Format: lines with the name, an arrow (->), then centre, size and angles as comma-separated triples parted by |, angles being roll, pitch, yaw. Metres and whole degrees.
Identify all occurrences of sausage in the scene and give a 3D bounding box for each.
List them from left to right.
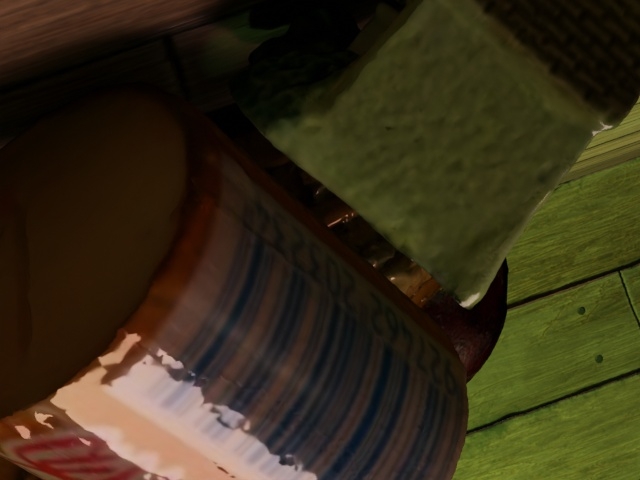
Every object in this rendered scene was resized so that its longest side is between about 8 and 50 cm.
sausage -> -0.072, 0.072, 0.830 | 0.233, 0.233, 0.287 | -22, 138, 29

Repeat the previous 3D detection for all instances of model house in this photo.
model house -> 0.085, -0.105, 0.767 | 0.189, 0.195, 0.214 | -46, -178, 17

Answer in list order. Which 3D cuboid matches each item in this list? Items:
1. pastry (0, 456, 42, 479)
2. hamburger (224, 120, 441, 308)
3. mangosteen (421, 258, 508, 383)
pastry -> -0.244, 0.156, 1.106 | 0.409, 0.245, 0.409 | 12, 162, 4
hamburger -> 0.001, -0.010, 1.112 | 0.245, 0.211, 0.260 | -27, 178, -33
mangosteen -> 0.045, 0.043, 1.531 | 0.359, 0.306, 0.306 | 19, 155, -27
